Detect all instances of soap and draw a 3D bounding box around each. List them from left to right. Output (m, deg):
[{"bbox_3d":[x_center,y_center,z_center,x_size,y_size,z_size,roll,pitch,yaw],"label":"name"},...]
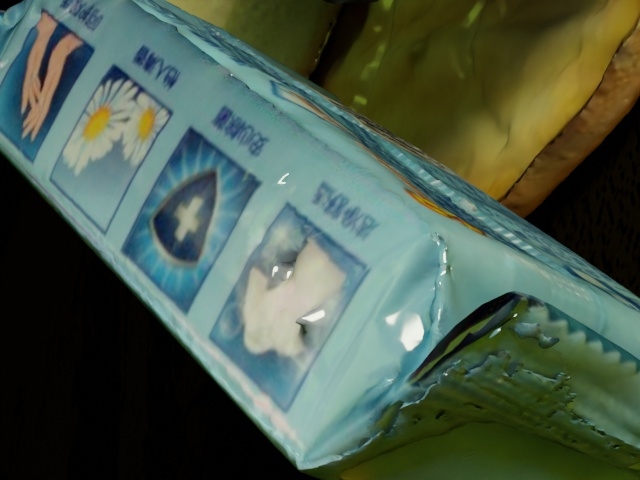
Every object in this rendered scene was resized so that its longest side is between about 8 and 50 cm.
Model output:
[{"bbox_3d":[0.000,0.000,0.512,0.077,0.156,0.293,-58,40,7],"label":"soap"}]

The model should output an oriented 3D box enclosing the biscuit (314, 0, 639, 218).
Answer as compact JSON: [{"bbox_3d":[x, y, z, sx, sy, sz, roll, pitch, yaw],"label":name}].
[{"bbox_3d":[0.060,-0.078,0.654,0.260,0.041,0.203,3,71,65],"label":"biscuit"}]

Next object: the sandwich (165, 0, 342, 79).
[{"bbox_3d":[-0.022,-0.194,0.788,0.186,0.108,0.220,-96,28,-68],"label":"sandwich"}]

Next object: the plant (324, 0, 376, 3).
[{"bbox_3d":[0.054,-0.195,0.531,0.234,0.178,0.204,-28,36,16],"label":"plant"}]
